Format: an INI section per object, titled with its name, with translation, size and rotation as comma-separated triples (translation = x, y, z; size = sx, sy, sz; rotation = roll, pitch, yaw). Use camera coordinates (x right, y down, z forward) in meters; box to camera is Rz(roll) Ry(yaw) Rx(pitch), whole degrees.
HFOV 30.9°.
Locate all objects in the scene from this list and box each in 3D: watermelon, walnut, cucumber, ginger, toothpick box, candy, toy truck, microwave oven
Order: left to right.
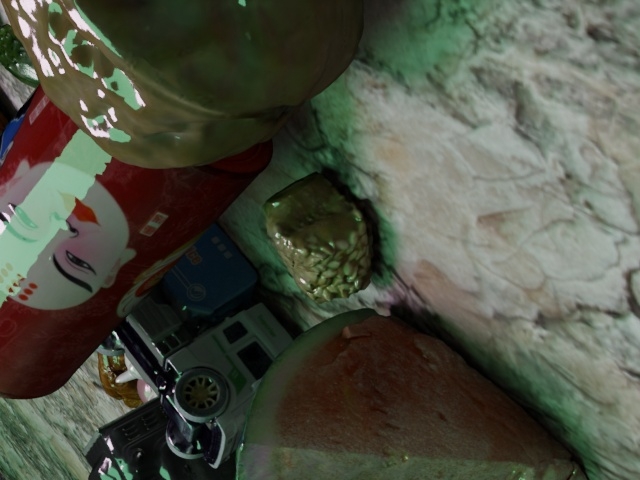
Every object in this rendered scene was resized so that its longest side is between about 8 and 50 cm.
[cucumber]
translation = -0.389, -0.230, 1.521
size = 0.107, 0.035, 0.067
rotation = 40, 147, 31
[toothpick box]
translation = -0.223, -0.028, 1.075
size = 0.333, 0.204, 0.204
rotation = -46, 74, 26
[ginger]
translation = -0.306, 0.201, 1.795
size = 0.103, 0.073, 0.162
rotation = 34, 144, 40
[toy truck]
translation = -0.175, 0.067, 1.300
size = 0.367, 0.175, 0.146
rotation = 51, 155, 17
[walnut]
translation = -0.101, -0.191, 0.829
size = 0.273, 0.227, 0.273
rotation = 38, 148, 29
[microwave oven]
translation = -0.126, 0.325, 1.431
size = 0.295, 0.237, 0.181
rotation = 59, 154, 9
[candy]
translation = 0.000, 0.000, 1.038
size = 0.095, 0.085, 0.110
rotation = 52, 166, 32
[watermelon]
translation = 0.082, 0.208, 1.047
size = 0.222, 0.319, 0.292
rotation = -98, 7, -51

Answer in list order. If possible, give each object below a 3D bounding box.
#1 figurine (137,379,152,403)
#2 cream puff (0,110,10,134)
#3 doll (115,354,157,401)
[figurine]
translation = -0.232, 0.207, 1.673
size = 0.067, 0.071, 0.083
rotation = -20, 109, 30
[cream puff]
translation = -0.590, -0.131, 1.777
size = 0.303, 0.212, 0.303
rotation = 44, 156, 26
[doll]
translation = -0.250, 0.101, 1.545
size = 0.271, 0.144, 0.208
rotation = 60, 175, 4
